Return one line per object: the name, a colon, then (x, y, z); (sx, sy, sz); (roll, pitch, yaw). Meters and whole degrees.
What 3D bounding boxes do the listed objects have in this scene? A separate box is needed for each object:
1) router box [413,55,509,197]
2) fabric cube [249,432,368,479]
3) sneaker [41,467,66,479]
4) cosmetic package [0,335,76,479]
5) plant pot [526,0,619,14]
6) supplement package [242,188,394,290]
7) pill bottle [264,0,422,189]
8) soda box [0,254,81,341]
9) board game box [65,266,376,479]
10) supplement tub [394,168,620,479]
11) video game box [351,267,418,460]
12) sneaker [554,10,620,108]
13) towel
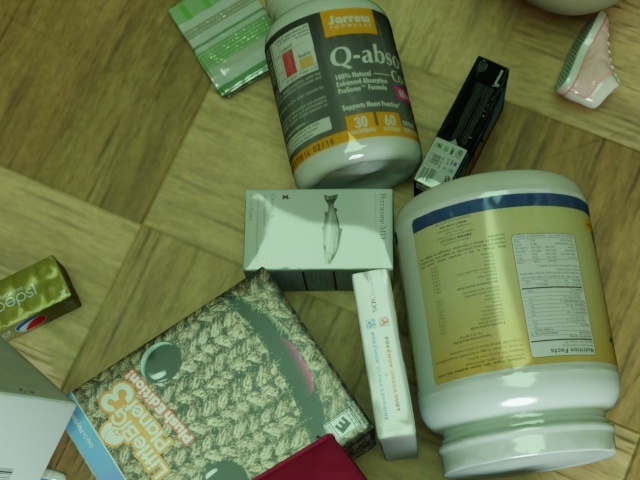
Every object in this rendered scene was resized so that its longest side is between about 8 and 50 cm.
router box: (0.171, -0.119, 1.632); (0.046, 0.133, 0.179); (26, 77, 11)
fabric cube: (-0.008, 0.405, 1.369); (0.259, 0.258, 0.254); (-30, 116, -8)
sneaker: (-0.375, 0.314, 1.578); (0.152, 0.058, 0.084); (-5, 68, 7)
cosmetic package: (-0.426, 0.218, 1.498); (0.225, 0.138, 0.224); (32, 99, 38)
plant pot: (0.317, -0.391, 1.658); (0.284, 0.191, 0.284); (-5, 58, 8)
supplement package: (0.000, 0.000, 1.623); (0.179, 0.105, 0.105); (-1, 73, 3)
pill bottle: (0.020, -0.202, 1.652); (0.162, 0.162, 0.278); (-13, 74, 0)
soda box: (-0.392, 0.088, 1.646); (0.181, 0.058, 0.061); (-26, 74, -5)
board game box: (-0.118, 0.214, 1.549); (0.291, 0.141, 0.232); (-34, 75, -7)
supplement tub: (0.213, 0.100, 1.516); (0.228, 0.228, 0.316); (-7, 74, 2)
video game box: (0.075, 0.147, 1.524); (0.048, 0.205, 0.187); (-7, 73, 3)
sneaker: (0.352, -0.225, 1.699); (0.070, 0.051, 0.134); (30, 66, -7)
towel: (-0.117, -0.271, 1.756); (0.113, 0.023, 0.152); (-31, 72, -8)
